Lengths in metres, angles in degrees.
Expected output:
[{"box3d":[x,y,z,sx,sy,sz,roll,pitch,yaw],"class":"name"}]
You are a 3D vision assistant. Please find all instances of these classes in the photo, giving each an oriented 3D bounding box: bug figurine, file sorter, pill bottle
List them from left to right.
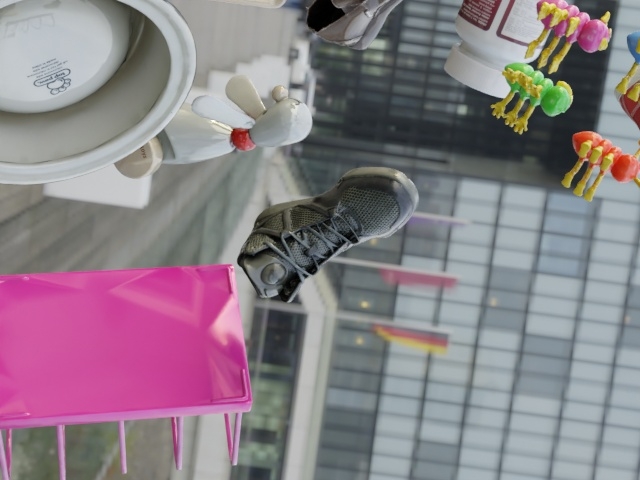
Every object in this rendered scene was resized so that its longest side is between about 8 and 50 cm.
[{"box3d":[-0.242,0.168,1.445,0.182,0.290,0.202,99,-16,-49],"class":"file sorter"},{"box3d":[0.248,-0.306,1.566,0.121,0.121,0.221,-83,-166,-68],"class":"pill bottle"},{"box3d":[0.312,-0.172,1.362,0.072,0.216,0.279,-49,168,-28],"class":"bug figurine"}]

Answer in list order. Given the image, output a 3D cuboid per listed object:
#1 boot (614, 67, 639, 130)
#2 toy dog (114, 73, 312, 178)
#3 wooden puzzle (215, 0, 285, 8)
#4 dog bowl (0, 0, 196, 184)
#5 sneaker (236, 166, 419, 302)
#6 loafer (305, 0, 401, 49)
[{"box3d":[0.706,-0.296,2.354,0.244,0.088,0.176,-46,-129,33],"class":"boot"},{"box3d":[-0.187,-0.213,1.970,0.220,0.333,0.161,-89,165,-77],"class":"toy dog"},{"box3d":[-0.170,-0.510,2.031,0.044,0.238,0.221,-19,-107,63],"class":"wooden puzzle"},{"box3d":[-0.391,-0.266,1.712,0.408,0.408,0.150,98,-28,-54],"class":"dog bowl"},{"box3d":[0.000,0.000,1.282,0.087,0.227,0.130,54,41,-23],"class":"sneaker"},{"box3d":[0.067,-0.443,2.050,0.366,0.130,0.134,119,-39,-56],"class":"loafer"}]
